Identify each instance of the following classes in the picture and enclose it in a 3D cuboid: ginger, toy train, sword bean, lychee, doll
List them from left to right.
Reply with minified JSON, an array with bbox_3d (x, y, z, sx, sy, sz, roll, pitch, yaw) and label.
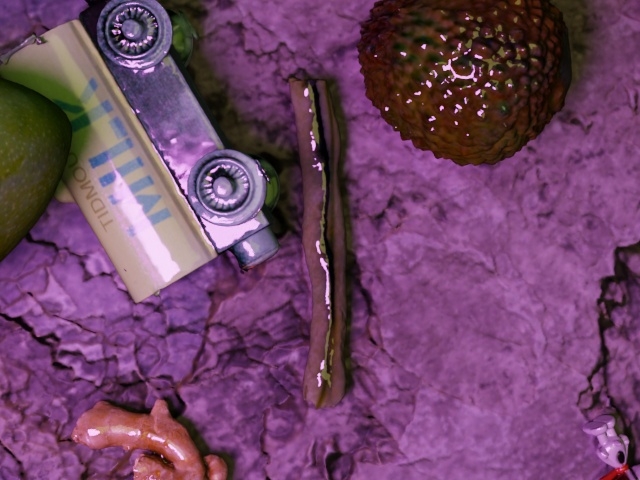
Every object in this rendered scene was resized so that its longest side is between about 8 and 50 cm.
[{"bbox_3d":[-0.157,0.220,0.802,0.176,0.052,0.193,-3,87,-4],"label":"ginger"},{"bbox_3d":[-0.140,-0.074,0.804,0.157,0.105,0.253,-30,92,5],"label":"toy train"},{"bbox_3d":[0.000,0.001,0.846,0.043,0.038,0.269,-2,89,-15],"label":"sword bean"},{"bbox_3d":[0.108,-0.137,0.817,0.171,0.171,0.171,0,87,-9],"label":"lychee"},{"bbox_3d":[0.249,0.191,0.875,0.085,0.040,0.058,47,69,-8],"label":"doll"}]

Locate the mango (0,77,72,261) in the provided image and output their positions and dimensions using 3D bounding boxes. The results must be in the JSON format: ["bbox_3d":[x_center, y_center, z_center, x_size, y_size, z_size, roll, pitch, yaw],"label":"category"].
[{"bbox_3d":[-0.347,-0.008,0.698,0.382,0.225,0.201,-23,74,-13],"label":"mango"}]
